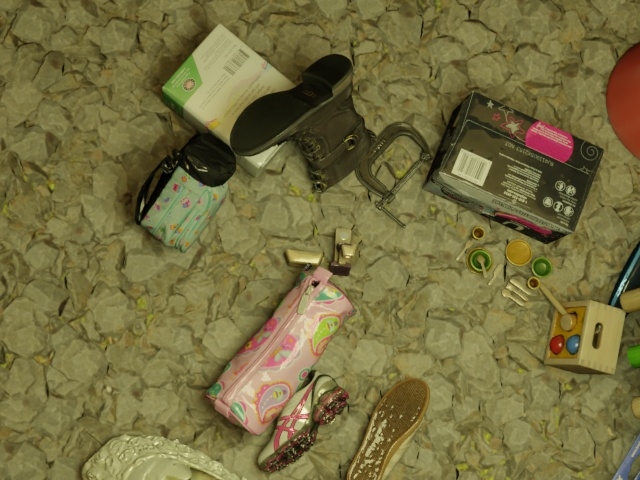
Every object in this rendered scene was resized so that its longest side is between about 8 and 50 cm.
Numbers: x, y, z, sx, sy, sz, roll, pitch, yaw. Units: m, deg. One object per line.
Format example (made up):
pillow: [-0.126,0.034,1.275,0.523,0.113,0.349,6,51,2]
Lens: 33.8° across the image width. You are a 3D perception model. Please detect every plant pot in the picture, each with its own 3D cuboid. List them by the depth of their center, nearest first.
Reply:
plant pot: [0.669,-0.268,1.819,0.275,0.243,0.274,1,81,-8]

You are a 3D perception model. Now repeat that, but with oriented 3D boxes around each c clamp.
c clamp: [0.136,-0.122,1.836,0.137,0.022,0.160,36,79,4]

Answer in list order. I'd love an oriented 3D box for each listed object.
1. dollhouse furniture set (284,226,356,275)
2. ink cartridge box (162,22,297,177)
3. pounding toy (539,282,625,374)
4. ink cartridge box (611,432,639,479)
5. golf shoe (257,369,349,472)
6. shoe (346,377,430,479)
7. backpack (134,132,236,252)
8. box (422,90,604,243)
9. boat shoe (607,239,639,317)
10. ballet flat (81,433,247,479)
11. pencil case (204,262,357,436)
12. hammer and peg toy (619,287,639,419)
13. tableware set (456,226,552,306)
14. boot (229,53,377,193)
dollhouse furniture set: [0.000,0.000,1.771,0.114,0.091,0.081,7,65,-4]
ink cartridge box: [-0.137,-0.233,1.778,0.212,0.093,0.154,39,78,1]
pounding toy: [0.431,0.147,1.784,0.100,0.130,0.141,17,79,-17]
ink cartridge box: [0.629,0.455,1.785,0.311,0.065,0.185,37,77,-4]
golf shoe: [-0.040,0.297,1.726,0.186,0.067,0.086,-46,57,-7]
shoe: [0.110,0.324,1.744,0.077,0.058,0.219,29,73,18]
backpack: [-0.218,-0.072,1.704,0.115,0.152,0.182,39,114,4]
box: [0.323,-0.118,1.798,0.247,0.142,0.163,23,80,-2]
boat shoe: [0.586,0.035,1.824,0.089,0.109,0.258,32,80,10]
ballet flat: [-0.175,0.409,1.647,0.409,0.147,0.147,22,78,-3]
pencil case: [-0.062,0.176,1.705,0.124,0.124,0.284,39,80,0]
hammer and peg toy: [0.607,0.249,1.701,0.266,0.127,0.361,25,55,-41]
tableware set: [0.321,0.034,1.827,0.154,0.024,0.104,36,78,3]
boot: [-0.015,-0.157,1.721,0.263,0.229,0.091,-37,54,-17]
